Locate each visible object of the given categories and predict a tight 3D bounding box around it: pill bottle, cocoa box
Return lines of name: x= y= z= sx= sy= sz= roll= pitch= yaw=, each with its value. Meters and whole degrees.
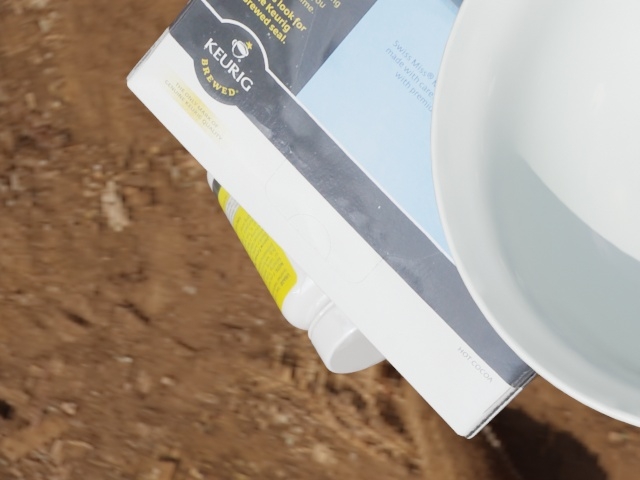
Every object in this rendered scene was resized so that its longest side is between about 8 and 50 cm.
pill bottle: x=0.000 y=0.000 z=1.608 sx=0.119 sy=0.119 sz=0.208 roll=-20 pitch=65 yaw=-22
cocoa box: x=0.092 y=-0.089 z=1.335 sx=0.347 sy=0.228 sz=0.231 roll=46 pitch=32 yaw=7

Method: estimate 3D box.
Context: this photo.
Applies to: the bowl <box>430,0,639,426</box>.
bowl: x=0.214 y=-0.049 z=0.924 sx=0.134 sy=0.298 sz=0.298 roll=14 pitch=83 yaw=-61
